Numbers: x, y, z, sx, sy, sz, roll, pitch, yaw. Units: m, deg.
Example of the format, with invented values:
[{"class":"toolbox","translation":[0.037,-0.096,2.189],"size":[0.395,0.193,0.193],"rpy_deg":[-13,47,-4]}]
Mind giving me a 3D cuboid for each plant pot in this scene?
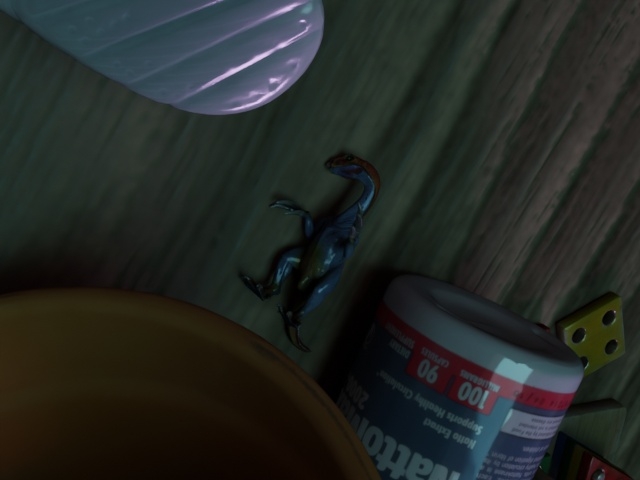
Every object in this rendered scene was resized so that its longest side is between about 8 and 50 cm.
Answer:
[{"class":"plant pot","translation":[-0.092,0.192,0.378],"size":[0.291,0.291,0.203],"rpy_deg":[-35,141,-13]}]

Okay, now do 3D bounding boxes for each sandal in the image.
[{"class":"sandal","translation":[-0.114,-0.135,0.323],"size":[0.265,0.076,0.102],"rpy_deg":[35,115,-26]}]

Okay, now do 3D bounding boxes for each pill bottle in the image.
[{"class":"pill bottle","translation":[0.050,0.119,0.517],"size":[0.108,0.108,0.180],"rpy_deg":[16,102,-35]}]

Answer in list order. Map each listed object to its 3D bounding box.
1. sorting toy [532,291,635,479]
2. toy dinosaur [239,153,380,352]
[{"class":"sorting toy","translation":[0.142,0.169,0.634],"size":[0.132,0.046,0.275],"rpy_deg":[-3,112,-30]},{"class":"toy dinosaur","translation":[0.000,0.000,0.490],"size":[0.082,0.047,0.090],"rpy_deg":[-46,160,-16]}]
